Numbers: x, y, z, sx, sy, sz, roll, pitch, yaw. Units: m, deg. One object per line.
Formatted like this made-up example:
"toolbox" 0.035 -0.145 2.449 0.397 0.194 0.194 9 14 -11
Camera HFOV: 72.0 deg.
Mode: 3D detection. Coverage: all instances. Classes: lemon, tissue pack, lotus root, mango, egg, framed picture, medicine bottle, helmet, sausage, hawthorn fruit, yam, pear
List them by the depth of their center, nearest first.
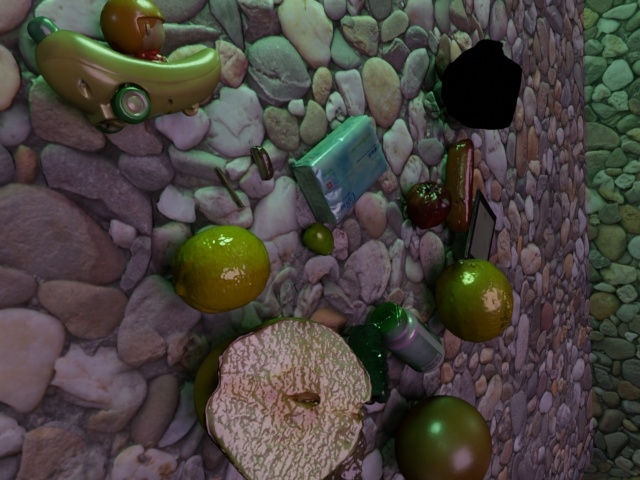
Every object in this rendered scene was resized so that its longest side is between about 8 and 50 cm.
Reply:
"lemon" -0.196 0.057 0.875 0.193 0.180 0.181 -24 110 -15
"pear" -0.096 0.340 0.961 0.386 0.191 0.340 26 67 -26
"yam" -0.199 -0.115 0.965 0.014 0.014 0.107 -47 122 -30
"lotus root" -0.128 -0.180 1.012 0.030 0.037 0.083 -38 117 -39
"mango" 0.000 0.000 1.133 0.073 0.056 0.108 -55 138 -21
"tissue pack" 0.063 -0.190 1.155 0.263 0.089 0.177 -45 123 -31
"medicine bottle" 0.264 0.295 1.342 0.274 0.133 0.133 44 64 -37
"egg" 0.385 0.635 1.374 0.351 0.282 0.283 -11 100 -45
"hawthorn fruit" 0.340 -0.103 1.400 0.148 0.148 0.172 -38 144 -35
"lemon" 0.514 0.197 1.485 0.258 0.257 0.310 -35 117 -36
"helmet" 0.519 -0.513 1.486 0.338 0.197 0.271 9 94 -37
"sausage" 0.486 -0.191 1.543 0.102 0.102 0.331 -1 95 -43
"framed picture" 0.612 -0.016 1.672 0.347 0.016 0.265 25 75 -55

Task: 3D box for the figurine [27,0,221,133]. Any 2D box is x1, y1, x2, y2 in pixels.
"figurine" -0.320 -0.318 0.775 0.324 0.124 0.222 -29 108 -42

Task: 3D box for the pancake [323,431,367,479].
"pancake" 0.047 0.620 1.223 0.222 0.042 0.236 -8 95 -38

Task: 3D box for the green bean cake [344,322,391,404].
"green bean cake" 0.088 0.338 1.186 0.107 0.193 0.208 49 35 -54
